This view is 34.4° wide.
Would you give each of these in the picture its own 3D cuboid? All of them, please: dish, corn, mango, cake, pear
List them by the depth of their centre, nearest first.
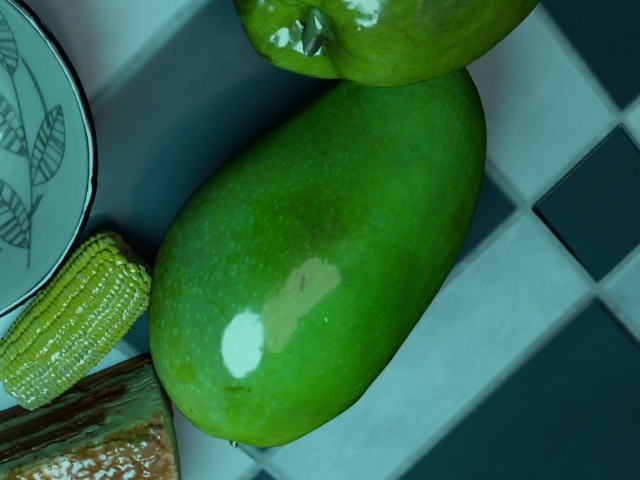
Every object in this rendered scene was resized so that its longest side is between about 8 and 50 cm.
[{"bbox_3d":[0.066,-0.256,0.763,0.269,0.269,0.321,43,70,-24],"label":"pear"},{"bbox_3d":[-0.332,-0.081,0.801,0.317,0.106,0.316,-4,109,-11],"label":"dish"},{"bbox_3d":[0.000,0.000,0.872,0.225,0.201,0.381,34,94,-17],"label":"mango"},{"bbox_3d":[-0.238,0.178,0.891,0.262,0.158,0.159,14,100,-19],"label":"cake"},{"bbox_3d":[-0.218,0.071,0.905,0.165,0.063,0.085,-45,97,5],"label":"corn"}]
